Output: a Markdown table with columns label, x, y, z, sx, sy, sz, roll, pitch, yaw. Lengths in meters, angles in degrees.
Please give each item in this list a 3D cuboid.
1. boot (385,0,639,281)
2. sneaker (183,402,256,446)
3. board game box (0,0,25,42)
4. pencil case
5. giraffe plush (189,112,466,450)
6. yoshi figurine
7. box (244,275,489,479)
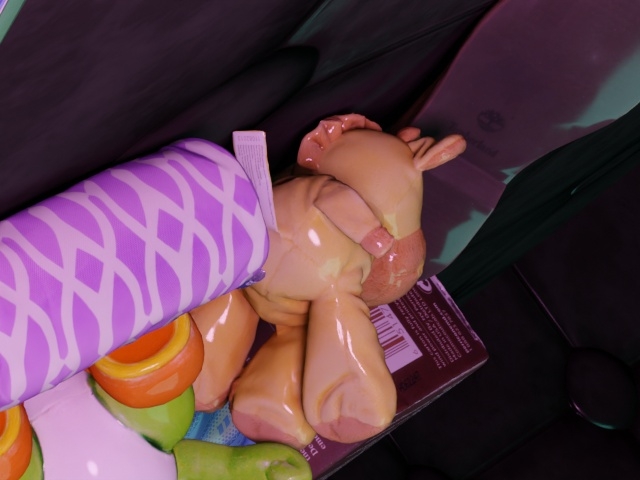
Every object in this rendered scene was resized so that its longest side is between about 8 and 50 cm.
| label | x | y | z | sx | sy | sz | roll | pitch | yaw |
| --- | --- | --- | --- | --- | --- | --- | --- | --- | --- |
| boot | 0.125 | -0.109 | 1.281 | 0.305 | 0.112 | 0.115 | -43 | -160 | 25 |
| sneaker | -0.201 | 0.153 | 1.370 | 0.330 | 0.129 | 0.147 | -27 | 146 | 3 |
| board game box | -0.226 | 0.001 | 0.509 | 0.317 | 0.046 | 0.213 | -30 | 172 | -36 |
| pencil case | -0.118 | 0.016 | 0.960 | 0.088 | 0.086 | 0.206 | -3 | -162 | 46 |
| giraffe plush | 0.000 | 0.000 | 1.191 | 0.170 | 0.181 | 0.210 | -42 | 146 | -53 |
| yoshi figurine | -0.117 | 0.186 | 1.145 | 0.362 | 0.204 | 0.203 | 83 | 23 | -52 |
| box | -0.020 | 0.093 | 1.507 | 0.203 | 0.168 | 0.167 | -39 | 172 | 32 |
